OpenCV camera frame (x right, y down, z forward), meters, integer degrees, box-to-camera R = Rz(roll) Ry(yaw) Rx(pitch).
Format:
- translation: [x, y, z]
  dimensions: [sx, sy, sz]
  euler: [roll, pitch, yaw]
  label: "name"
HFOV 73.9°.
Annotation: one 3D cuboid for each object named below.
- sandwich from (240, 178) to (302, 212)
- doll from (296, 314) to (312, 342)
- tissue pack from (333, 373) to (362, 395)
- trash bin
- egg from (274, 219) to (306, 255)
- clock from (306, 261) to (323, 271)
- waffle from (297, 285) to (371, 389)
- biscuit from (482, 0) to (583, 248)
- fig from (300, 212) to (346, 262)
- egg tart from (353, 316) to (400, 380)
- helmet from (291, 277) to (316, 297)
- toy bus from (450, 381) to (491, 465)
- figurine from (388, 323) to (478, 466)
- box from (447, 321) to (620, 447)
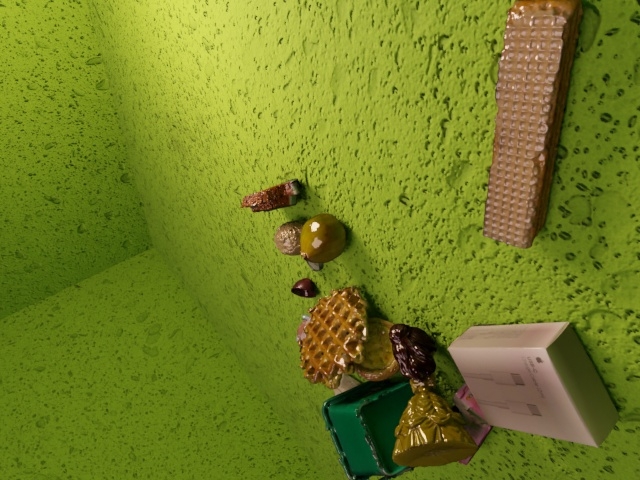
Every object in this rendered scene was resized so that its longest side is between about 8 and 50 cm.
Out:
- translation: [-0.139, -0.128, 1.310]
  dimensions: [0.235, 0.159, 0.079]
  euler: [-13, 101, 39]
  label: "sandwich"
- translation: [-0.006, 0.341, 1.547]
  dimensions: [0.151, 0.151, 0.287]
  euler: [62, 158, -5]
  label: "doll"
- translation: [0.133, 0.626, 1.621]
  dimensions: [0.148, 0.092, 0.196]
  euler: [20, 131, 48]
  label: "tissue pack"
- translation: [0.180, 0.561, 1.232]
  dimensions: [0.381, 0.259, 0.295]
  euler: [110, 139, -66]
  label: "trash bin"
- translation: [-0.087, -0.008, 1.362]
  dimensions: [0.140, 0.116, 0.118]
  euler: [15, 101, 47]
  label: "egg"
- translation: [-0.024, 0.066, 1.431]
  dimensions: [0.085, 0.017, 0.085]
  euler: [38, 144, 34]
  label: "clock"
- translation: [0.034, 0.287, 1.288]
  dimensions: [0.068, 0.325, 0.302]
  euler: [32, 135, -26]
  label: "waffle"
- translation: [0.318, -0.162, 0.658]
  dimensions: [0.094, 0.054, 0.378]
  euler: [27, 137, 43]
  label: "biscuit"
- translation: [0.010, -0.005, 1.222]
  dimensions: [0.136, 0.121, 0.153]
  euler: [37, 121, 44]
  label: "fig"
- translation: [0.167, 0.321, 1.248]
  dimensions: [0.191, 0.191, 0.074]
  euler: [31, 171, 41]
  label: "egg tart"
- translation: [-0.052, 0.165, 1.527]
  dimensions: [0.089, 0.057, 0.111]
  euler: [31, 153, -23]
  label: "helmet"
- translation: [0.379, 0.469, 1.101]
  dimensions: [0.112, 0.090, 0.274]
  euler: [36, 143, 32]
  label: "toy bus"
- translation: [0.251, 0.361, 1.047]
  dimensions: [0.315, 0.168, 0.187]
  euler: [-91, 23, -43]
  label: "figurine"
- translation: [0.415, 0.278, 0.861]
  dimensions: [0.203, 0.106, 0.252]
  euler: [62, 150, -1]
  label: "box"
